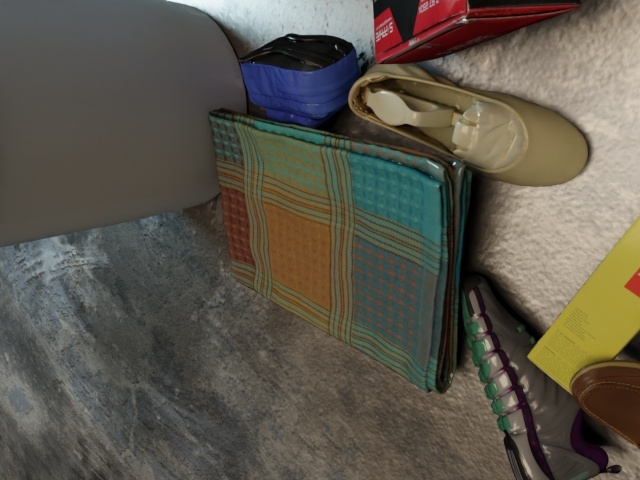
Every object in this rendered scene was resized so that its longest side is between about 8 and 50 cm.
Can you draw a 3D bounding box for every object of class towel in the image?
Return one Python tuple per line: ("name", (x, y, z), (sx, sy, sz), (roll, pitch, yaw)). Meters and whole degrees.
("towel", (0.000, 0.000, 0.697), (0.370, 0.040, 0.272), (22, 127, 39))

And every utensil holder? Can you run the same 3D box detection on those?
("utensil holder", (-0.336, -0.165, 0.762), (0.327, 0.385, 0.328), (10, 107, 37))

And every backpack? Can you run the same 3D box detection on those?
("backpack", (-0.011, -0.183, 0.678), (0.120, 0.098, 0.101), (15, 139, 37))

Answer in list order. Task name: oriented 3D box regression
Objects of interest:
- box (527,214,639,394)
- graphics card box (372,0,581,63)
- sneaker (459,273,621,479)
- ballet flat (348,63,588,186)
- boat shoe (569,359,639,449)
("box", (0.271, 0.024, 0.494), (0.058, 0.087, 0.232), (42, 123, 25))
("graphics card box", (0.101, -0.345, 0.464), (0.233, 0.094, 0.371), (-136, 40, -77))
("sneaker", (0.213, 0.134, 0.596), (0.098, 0.083, 0.224), (-17, 74, 3))
("ballet flat", (0.130, -0.114, 0.581), (0.248, 0.086, 0.086), (30, 118, 31))
("boat shoe", (0.289, 0.152, 0.474), (0.177, 0.060, 0.064), (24, 122, -2))
